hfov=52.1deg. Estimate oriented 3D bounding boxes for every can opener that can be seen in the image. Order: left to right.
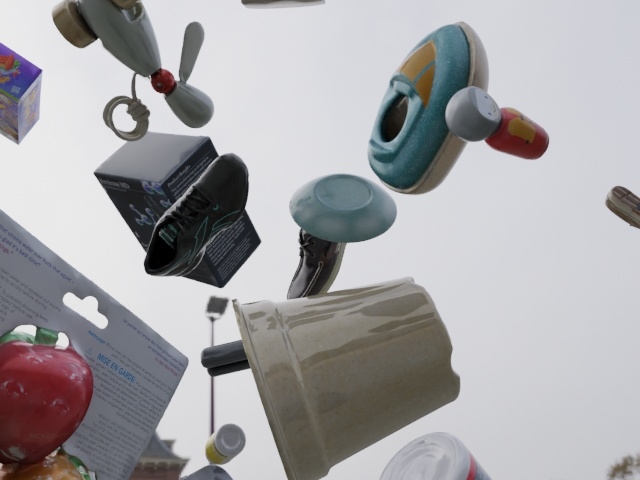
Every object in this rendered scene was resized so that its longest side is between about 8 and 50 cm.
[{"bbox_3d":[-0.105,0.232,1.327,0.280,0.093,0.074,-10,-44,7],"label":"can opener"}]

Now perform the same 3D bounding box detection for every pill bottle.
[{"bbox_3d":[-0.196,0.415,1.321,0.065,0.065,0.116,10,-34,-21],"label":"pill bottle"},{"bbox_3d":[0.149,0.297,0.671,0.108,0.108,0.180,-31,-74,26],"label":"pill bottle"}]

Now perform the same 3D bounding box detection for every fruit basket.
[{"bbox_3d":[-0.301,0.194,0.604,0.165,0.353,0.327,2,-33,31],"label":"fruit basket"}]

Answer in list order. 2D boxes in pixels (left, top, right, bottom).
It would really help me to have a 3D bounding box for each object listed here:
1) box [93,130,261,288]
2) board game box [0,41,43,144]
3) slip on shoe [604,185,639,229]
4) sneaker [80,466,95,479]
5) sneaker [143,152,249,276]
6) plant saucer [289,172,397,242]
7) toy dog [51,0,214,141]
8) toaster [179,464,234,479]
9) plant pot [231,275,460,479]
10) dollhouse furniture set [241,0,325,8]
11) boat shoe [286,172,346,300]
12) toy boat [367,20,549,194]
[{"bbox_3d":[-0.398,-0.091,1.875,0.293,0.212,0.396,11,-41,37],"label":"box"},{"bbox_3d":[-0.702,-0.344,1.226,0.347,0.078,0.233,33,-24,-14],"label":"board game box"},{"bbox_3d":[0.551,-0.039,1.128,0.051,0.135,0.041,-39,-22,-28],"label":"slip on shoe"},{"bbox_3d":[-0.352,0.303,0.937,0.105,0.290,0.123,-7,-46,-13],"label":"sneaker"},{"bbox_3d":[-0.217,-0.035,1.145,0.267,0.101,0.106,-56,-14,18],"label":"sneaker"},{"bbox_3d":[0.041,-0.072,1.161,0.194,0.195,0.038,-3,-50,-7],"label":"plant saucer"},{"bbox_3d":[-0.325,-0.361,1.191,0.220,0.161,0.334,-10,-45,7],"label":"toy dog"},{"bbox_3d":[-0.137,0.383,0.776,0.110,0.186,0.168,-25,-27,-44],"label":"toaster"},{"bbox_3d":[0.048,0.208,1.087,0.305,0.334,0.334,-19,-38,-8],"label":"plant pot"},{"bbox_3d":[0.001,-0.508,1.191,0.286,0.303,0.198,0,-82,8],"label":"dollhouse furniture set"},{"bbox_3d":[0.000,0.000,1.280,0.092,0.102,0.285,32,-95,-36],"label":"boat shoe"},{"bbox_3d":[0.172,-0.184,0.927,0.148,0.318,0.268,16,-79,-28],"label":"toy boat"}]
